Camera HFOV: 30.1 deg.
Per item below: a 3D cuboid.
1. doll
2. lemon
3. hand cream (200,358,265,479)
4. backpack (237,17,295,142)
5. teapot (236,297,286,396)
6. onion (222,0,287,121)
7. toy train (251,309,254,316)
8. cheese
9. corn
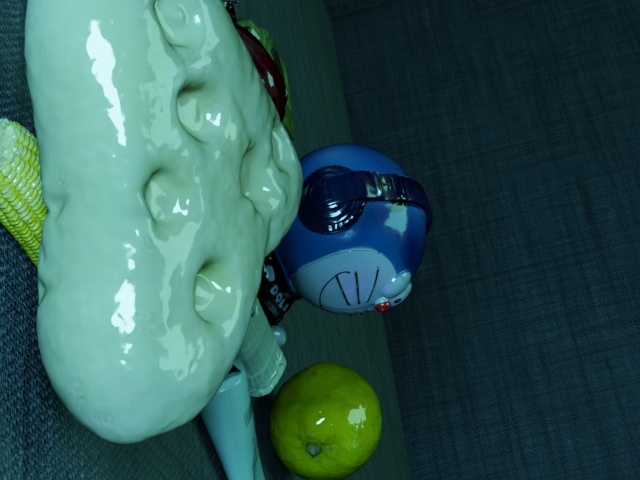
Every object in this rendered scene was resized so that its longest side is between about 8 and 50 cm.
[{"bbox_3d":[0.000,0.000,1.609,0.284,0.310,0.240,55,21,-66],"label":"doll"},{"bbox_3d":[0.007,0.258,1.705,0.207,0.170,0.170,-56,131,-80],"label":"lemon"},{"bbox_3d":[-0.089,0.276,1.452,0.109,0.067,0.320,-93,170,-58],"label":"hand cream"},{"bbox_3d":[-0.117,-0.186,1.762,0.207,0.140,0.253,53,30,-68],"label":"backpack"},{"bbox_3d":[-0.119,0.112,1.474,0.107,0.077,0.200,-56,139,-36],"label":"teapot"},{"bbox_3d":[-0.157,-0.165,1.252,0.281,0.221,0.280,161,-90,-73],"label":"onion"},{"bbox_3d":[-0.131,0.041,1.344,0.074,0.118,0.175,51,24,-63],"label":"toy train"},{"bbox_3d":[-0.151,-0.053,0.954,0.328,0.130,0.351,65,37,-38],"label":"cheese"},{"bbox_3d":[-0.236,-0.030,0.997,0.085,0.063,0.165,-65,150,-24],"label":"corn"}]
